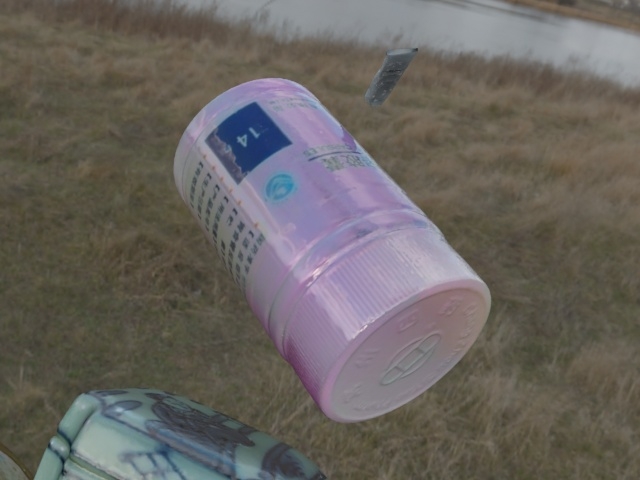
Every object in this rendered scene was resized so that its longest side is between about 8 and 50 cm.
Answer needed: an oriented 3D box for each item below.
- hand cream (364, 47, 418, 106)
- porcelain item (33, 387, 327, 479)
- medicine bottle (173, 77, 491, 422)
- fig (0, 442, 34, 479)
[{"bbox_3d":[0.063,-0.151,0.694,0.030,0.019,0.093,-7,-15,-15],"label":"hand cream"},{"bbox_3d":[-0.146,0.278,0.831,0.285,0.157,0.281,22,-6,15],"label":"porcelain item"},{"bbox_3d":[0.000,0.000,0.586,0.152,0.152,0.254,-4,42,-38],"label":"medicine bottle"},{"bbox_3d":[-0.461,0.275,0.905,0.216,0.321,0.217,-10,1,0],"label":"fig"}]
